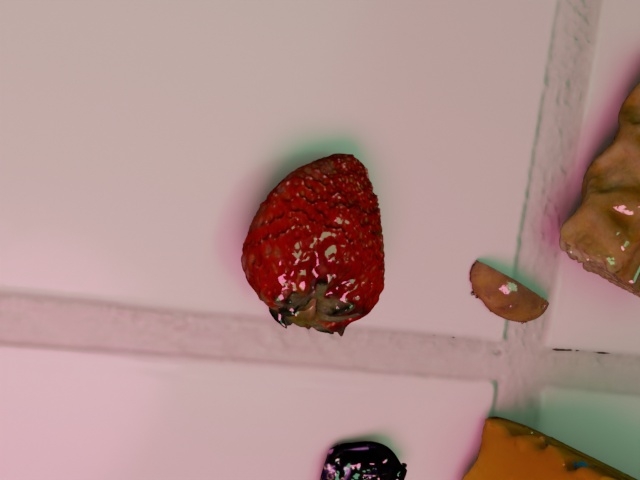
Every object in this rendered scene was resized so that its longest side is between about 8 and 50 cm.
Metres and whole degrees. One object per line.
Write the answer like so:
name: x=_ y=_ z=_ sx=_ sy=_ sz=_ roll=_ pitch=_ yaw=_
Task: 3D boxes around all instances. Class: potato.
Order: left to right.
potato: x=0.185 y=0.057 z=0.951 sx=0.093 sy=0.036 sz=0.037 roll=31 pitch=84 yaw=-18

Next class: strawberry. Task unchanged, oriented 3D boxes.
strawberry: x=-0.006 y=0.003 z=0.853 sx=0.131 sy=0.131 sz=0.148 roll=3 pitch=66 yaw=-17

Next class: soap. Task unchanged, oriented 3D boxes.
soap: x=0.307 y=0.285 z=0.929 sx=0.324 sy=0.204 sz=0.096 roll=28 pitch=87 yaw=-19

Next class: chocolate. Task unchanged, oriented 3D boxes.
chocolate: x=0.013 y=0.250 z=0.919 sx=0.072 sy=0.070 sz=0.147 roll=39 pitch=74 yaw=-7

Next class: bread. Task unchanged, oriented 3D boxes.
bread: x=0.341 y=-0.069 z=0.934 sx=0.152 sy=0.130 sz=0.268 roll=27 pitch=88 yaw=-6
